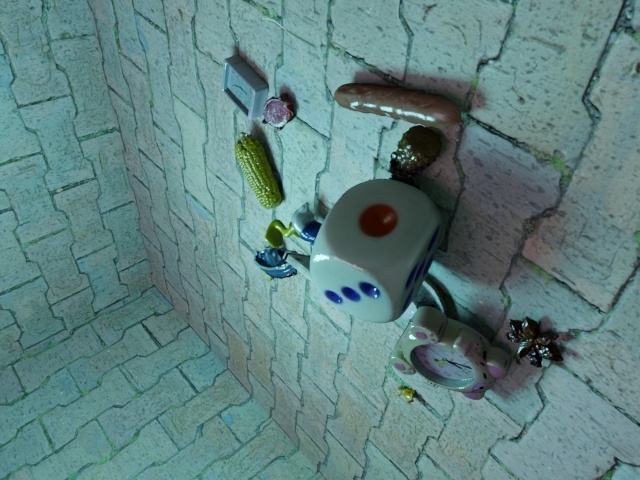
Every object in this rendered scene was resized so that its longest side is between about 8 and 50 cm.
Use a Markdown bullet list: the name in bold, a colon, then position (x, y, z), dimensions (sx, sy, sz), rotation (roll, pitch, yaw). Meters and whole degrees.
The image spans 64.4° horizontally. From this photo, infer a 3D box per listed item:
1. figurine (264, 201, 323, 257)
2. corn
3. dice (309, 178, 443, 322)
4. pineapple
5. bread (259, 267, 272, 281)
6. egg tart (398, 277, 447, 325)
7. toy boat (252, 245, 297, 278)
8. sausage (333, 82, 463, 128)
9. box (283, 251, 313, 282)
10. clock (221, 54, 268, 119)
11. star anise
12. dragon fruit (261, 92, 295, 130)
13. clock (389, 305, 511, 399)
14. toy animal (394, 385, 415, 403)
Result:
- **figurine**: position (0.000, 0.000, 1.794), dimensions (0.338, 0.204, 0.284), rotation (-22, 97, 54)
- **corn**: position (-0.243, -0.272, 1.980), dimensions (0.119, 0.119, 0.322), rotation (-1, 118, 54)
- **dice**: position (0.159, 0.032, 1.416), dimensions (0.276, 0.304, 0.304), rotation (22, 151, 20)
- **pineapple**: position (0.241, -0.202, 1.385), dimensions (0.237, 0.111, 0.119), rotation (113, 147, -61)
- **bread**: position (-0.254, 0.152, 2.410), dimensions (0.049, 0.033, 0.088), rotation (-29, 95, 44)
- **egg tart**: position (0.299, 0.208, 1.639), dimensions (0.234, 0.094, 0.234), rotation (30, 137, 33)
- **toy boat**: position (-0.203, 0.076, 2.188), dimensions (0.309, 0.129, 0.143), rotation (11, 135, 51)
- **sausage**: position (0.193, -0.361, 1.336), dimensions (0.433, 0.087, 0.088), rotation (26, 135, 42)
- **box**: position (-0.018, 0.114, 1.863), dimensions (0.247, 0.129, 0.033), rotation (35, 107, 40)
- **clock**: position (-0.280, -0.557, 1.848), dimensions (0.197, 0.063, 0.150), rotation (48, 147, 18)
- **star anise**: position (0.567, 0.270, 1.355), dimensions (0.167, 0.057, 0.168), rotation (23, 124, 39)
- **dragon fruit**: position (-0.136, -0.443, 1.746), dimensions (0.112, 0.068, 0.126), rotation (33, 128, 11)
- **clock**: position (0.387, 0.350, 1.535), dimensions (0.309, 0.114, 0.284), rotation (27, 139, 10)
- **toy animal**: position (0.318, 0.588, 1.939), dimensions (0.083, 0.081, 0.061), rotation (7, 126, 28)
